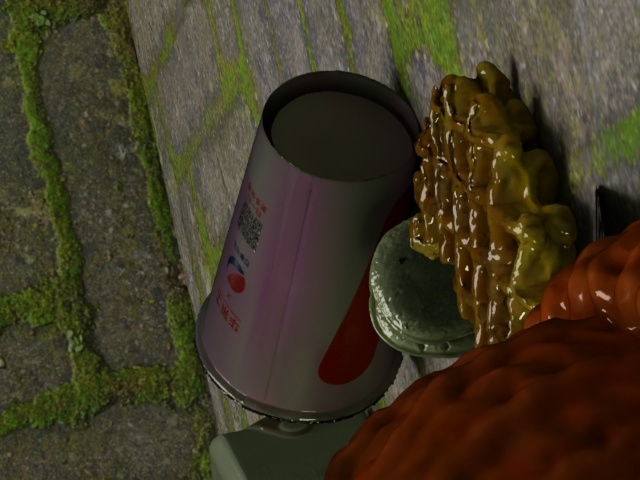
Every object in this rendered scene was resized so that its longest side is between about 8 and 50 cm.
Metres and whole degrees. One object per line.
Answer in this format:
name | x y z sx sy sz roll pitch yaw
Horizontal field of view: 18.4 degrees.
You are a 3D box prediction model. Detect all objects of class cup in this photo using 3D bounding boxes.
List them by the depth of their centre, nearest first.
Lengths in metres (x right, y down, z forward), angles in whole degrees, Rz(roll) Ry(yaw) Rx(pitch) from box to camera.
cup | 0.000 0.000 1.742 0.288 0.203 0.203 100 156 -47

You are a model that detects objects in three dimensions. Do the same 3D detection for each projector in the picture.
projector | -0.006 0.278 2.008 0.242 0.177 0.163 -133 35 -66

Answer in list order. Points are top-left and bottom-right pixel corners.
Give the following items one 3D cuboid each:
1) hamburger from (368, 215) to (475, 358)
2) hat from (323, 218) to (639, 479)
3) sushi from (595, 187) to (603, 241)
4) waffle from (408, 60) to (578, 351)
hamburger | 0.080 0.041 1.591 0.054 0.084 0.121 112 143 -67
hat | 0.093 0.145 0.857 0.285 0.400 0.285 168 90 -83
sushi | 0.190 0.085 1.181 0.192 0.051 0.215 -54 -36 -79
waffle | 0.128 0.019 1.391 0.259 0.069 0.293 101 158 -57
